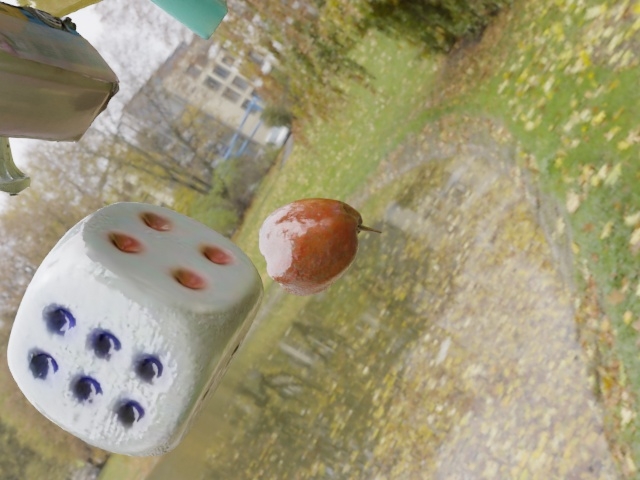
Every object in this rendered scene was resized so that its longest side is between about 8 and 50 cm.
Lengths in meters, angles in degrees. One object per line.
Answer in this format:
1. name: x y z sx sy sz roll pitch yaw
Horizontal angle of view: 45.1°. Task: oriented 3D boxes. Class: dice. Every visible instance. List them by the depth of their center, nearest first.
1. dice: -0.181 0.085 0.788 0.194 0.193 0.192 -61 -1 22

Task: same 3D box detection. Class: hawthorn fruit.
1. hawthorn fruit: 0.000 0.000 1.686 0.262 0.210 0.210 -22 8 3

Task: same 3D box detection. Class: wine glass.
1. wine glass: -0.678 -0.198 1.587 0.165 0.165 0.196 -77 -5 -75

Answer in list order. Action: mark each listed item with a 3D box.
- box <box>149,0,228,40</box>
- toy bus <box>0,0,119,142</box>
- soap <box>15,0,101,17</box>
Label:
1. box: -0.170 -0.286 0.743 0.041 0.162 0.229 -49 29 19
2. toy bus: -0.450 -0.236 1.065 0.171 0.162 0.386 -57 -14 15
3. soap: -0.448 -0.603 1.608 0.427 0.115 0.306 -26 -10 -9
